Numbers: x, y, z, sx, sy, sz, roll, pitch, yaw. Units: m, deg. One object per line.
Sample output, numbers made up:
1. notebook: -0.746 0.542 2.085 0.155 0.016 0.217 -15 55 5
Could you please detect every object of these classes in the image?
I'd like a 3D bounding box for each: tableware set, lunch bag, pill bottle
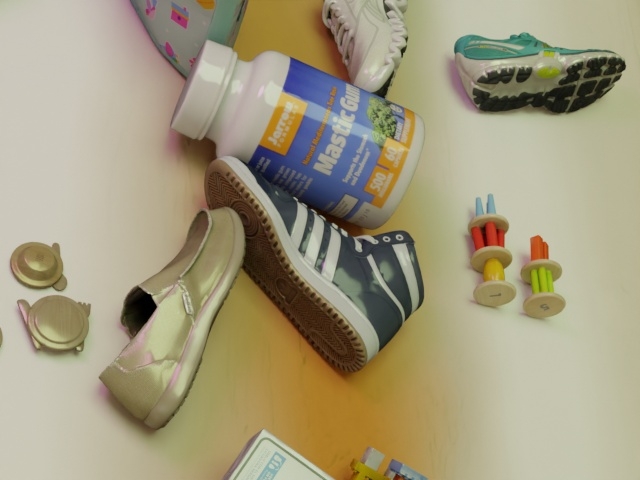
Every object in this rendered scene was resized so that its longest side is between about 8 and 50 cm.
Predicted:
1. tableware set: -0.317 0.056 1.275 0.168 0.020 0.141 -1 58 -28
2. lunch bag: -0.149 -0.348 1.506 0.160 0.223 0.262 -10 63 -24
3. pill bottle: -0.029 -0.129 1.464 0.272 0.152 0.152 22 51 -13

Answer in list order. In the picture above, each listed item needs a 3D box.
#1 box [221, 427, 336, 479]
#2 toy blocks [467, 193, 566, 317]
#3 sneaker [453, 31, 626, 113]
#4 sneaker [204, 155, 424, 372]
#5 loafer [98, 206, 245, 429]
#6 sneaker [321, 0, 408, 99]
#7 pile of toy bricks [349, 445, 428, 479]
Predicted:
1. box: 0.011 0.329 1.180 0.290 0.087 0.169 37 69 -1
2. toy blocks: 0.243 0.014 1.571 0.123 0.054 0.148 14 53 -18
3. sneaker: 0.311 -0.251 1.763 0.275 0.107 0.110 -1 50 -28
4. sneaker: 0.000 0.000 1.424 0.153 0.099 0.282 -35 84 -36
5. loafer: -0.152 0.062 1.302 0.092 0.102 0.269 28 50 -15
6. sneaker: 0.053 -0.279 1.653 0.118 0.110 0.292 15 44 -8
7. pile of toy bricks: 0.118 0.309 1.284 0.212 0.118 0.105 32 81 -16
